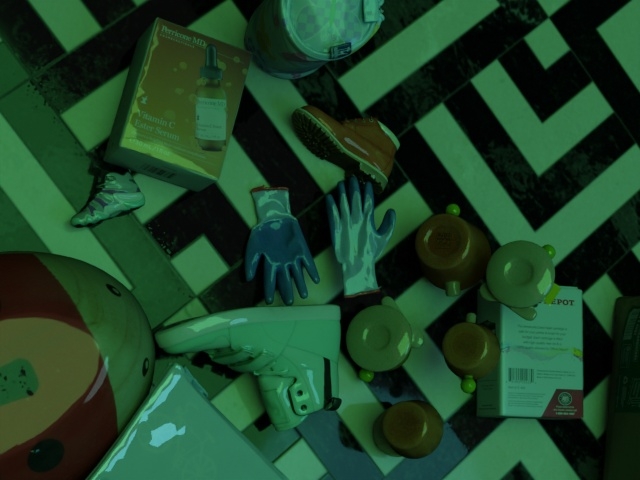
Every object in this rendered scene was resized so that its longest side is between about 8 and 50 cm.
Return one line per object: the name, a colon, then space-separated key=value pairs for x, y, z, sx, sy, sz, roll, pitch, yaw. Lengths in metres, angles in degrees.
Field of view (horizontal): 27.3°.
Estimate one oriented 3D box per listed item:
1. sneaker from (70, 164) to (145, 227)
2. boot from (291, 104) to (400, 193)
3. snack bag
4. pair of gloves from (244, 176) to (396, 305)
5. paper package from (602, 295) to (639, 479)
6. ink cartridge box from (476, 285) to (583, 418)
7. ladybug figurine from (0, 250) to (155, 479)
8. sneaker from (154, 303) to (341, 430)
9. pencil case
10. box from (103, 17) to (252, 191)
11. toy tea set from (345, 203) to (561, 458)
sneaker: x=-0.266 y=-0.058 z=1.591 sx=0.098 sy=0.038 sz=0.069 roll=-22 pitch=89 yaw=-33
boot: x=0.034 y=-0.138 z=1.713 sx=0.158 sy=0.059 sz=0.084 roll=37 pitch=67 yaw=-22
snack bag: x=-0.161 y=0.363 z=1.507 sx=0.323 sy=0.037 sz=0.342 roll=50 pitch=63 yaw=-30
pair of gloves: x=0.000 y=0.000 z=1.666 sx=0.198 sy=0.023 sz=0.159 roll=-6 pitch=79 yaw=-4
paper package: x=0.554 y=0.249 z=1.801 sx=0.310 sy=0.168 sz=0.324 roll=13 pitch=78 yaw=-20
ink cartridge box: x=0.279 y=0.149 z=1.755 sx=0.128 sy=0.072 sz=0.175 roll=5 pitch=80 yaw=-21
ladybug figurine: x=-0.380 y=0.173 z=1.440 sx=0.449 sy=0.162 sz=0.305 roll=-27 pitch=93 yaw=-23
sneaker: x=-0.076 y=0.157 z=1.585 sx=0.256 sy=0.094 sz=0.151 roll=-1 pitch=83 yaw=-35
pencil case: x=-0.013 y=-0.263 z=1.594 sx=0.124 sy=0.273 sz=0.113 roll=-18 pitch=95 yaw=-13
box: x=-0.174 y=-0.163 z=1.612 sx=0.130 sy=0.091 sz=0.170 roll=18 pitch=76 yaw=-18
toy tea set: x=0.156 y=0.118 z=1.695 sx=0.200 sy=0.124 sz=0.336 roll=35 pitch=88 yaw=22
